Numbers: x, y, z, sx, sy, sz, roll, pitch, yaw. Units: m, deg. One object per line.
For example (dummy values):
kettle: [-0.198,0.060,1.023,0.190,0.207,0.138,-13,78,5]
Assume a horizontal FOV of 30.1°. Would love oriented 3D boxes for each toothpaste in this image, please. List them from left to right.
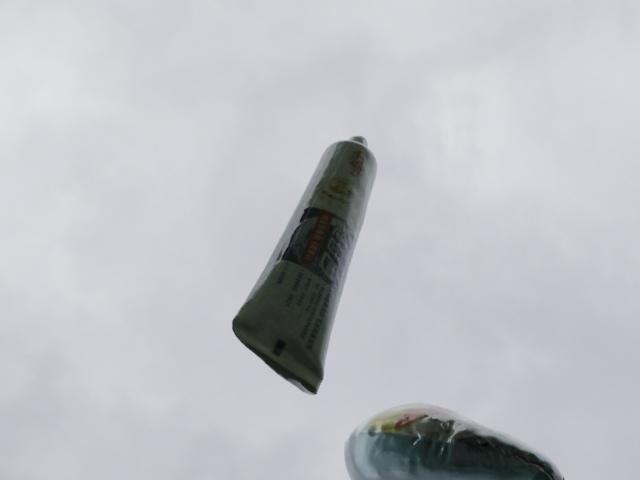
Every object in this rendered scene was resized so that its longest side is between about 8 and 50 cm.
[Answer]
toothpaste: [0.000,0.000,0.727,0.060,0.233,0.038,37,-53,-12]

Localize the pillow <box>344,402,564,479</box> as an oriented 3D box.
pillow: [0.129,0.205,0.956,0.214,0.233,0.086,2,-122,44]
